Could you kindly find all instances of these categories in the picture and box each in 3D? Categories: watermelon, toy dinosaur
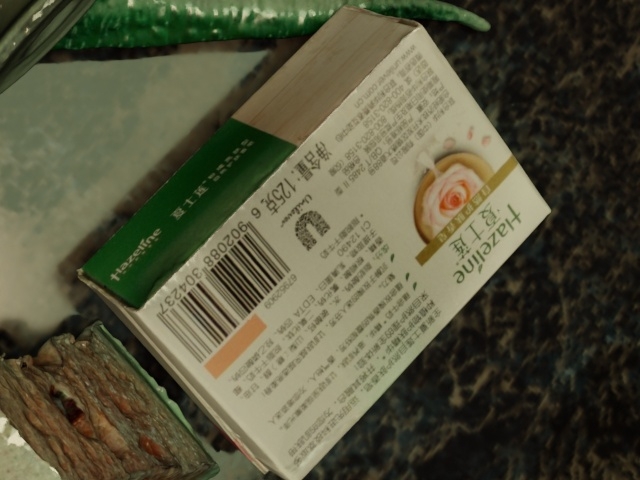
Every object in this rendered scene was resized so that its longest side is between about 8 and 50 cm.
[{"bbox_3d":[-0.134,0.106,0.825,0.154,0.241,0.094,-39,83,-7],"label":"watermelon"},{"bbox_3d":[-0.091,-0.158,0.920,0.382,0.076,0.129,-4,98,-12],"label":"toy dinosaur"}]

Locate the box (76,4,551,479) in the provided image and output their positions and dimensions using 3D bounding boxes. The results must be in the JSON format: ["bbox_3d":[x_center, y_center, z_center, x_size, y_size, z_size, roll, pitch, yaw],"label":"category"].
[{"bbox_3d":[0.000,0.000,0.922,0.199,0.081,0.135,-44,121,-10],"label":"box"}]

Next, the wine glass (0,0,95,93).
[{"bbox_3d":[-0.170,-0.261,0.833,0.309,0.096,0.264,44,79,-2],"label":"wine glass"}]
